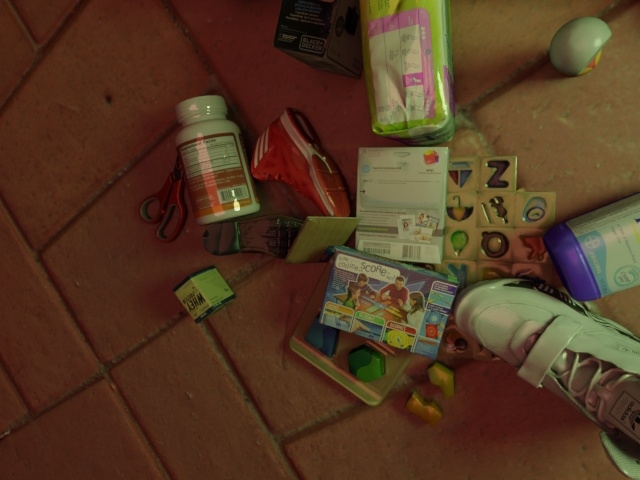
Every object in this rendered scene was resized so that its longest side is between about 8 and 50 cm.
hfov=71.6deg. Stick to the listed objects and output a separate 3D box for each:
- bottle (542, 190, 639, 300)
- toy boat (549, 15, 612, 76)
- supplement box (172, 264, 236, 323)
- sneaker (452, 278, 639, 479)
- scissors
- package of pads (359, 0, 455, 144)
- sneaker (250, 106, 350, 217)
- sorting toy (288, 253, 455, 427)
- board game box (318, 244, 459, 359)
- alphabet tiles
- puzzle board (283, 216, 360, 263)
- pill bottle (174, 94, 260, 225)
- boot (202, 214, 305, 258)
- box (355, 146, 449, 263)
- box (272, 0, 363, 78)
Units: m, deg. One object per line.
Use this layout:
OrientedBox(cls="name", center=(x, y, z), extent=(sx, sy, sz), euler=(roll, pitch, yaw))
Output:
OrientedBox(cls="bottle", center=(0.465, -0.015, 0.600), extent=(0.283, 0.092, 0.118), euler=(-24, 101, 20))
OrientedBox(cls="toy boat", center=(0.326, -0.368, 0.556), extent=(0.268, 0.148, 0.317), euler=(-1, 101, 28))
OrientedBox(cls="supplement box", center=(-0.230, 0.106, 0.883), extent=(0.056, 0.083, 0.083), euler=(-38, 86, 23))
OrientedBox(cls="sneaker", center=(0.360, 0.175, 0.601), extent=(0.366, 0.210, 0.137), euler=(25, 107, 10))
OrientedBox(cls="scissors", center=(-0.281, -0.130, 0.900), extent=(0.109, 0.021, 0.297), euler=(39, 109, 13))
OrientedBox(cls="package of pads", center=(0.125, -0.286, 0.609), extent=(0.101, 0.229, 0.296), euler=(-3, 97, 21))
OrientedBox(cls="sneaker", center=(-0.041, -0.111, 0.790), extent=(0.128, 0.087, 0.221), euler=(-32, 75, 30))
OrientedBox(cls="sorting toy", center=(0.103, 0.189, 0.788), extent=(0.307, 0.041, 0.228), euler=(32, 113, 14))
OrientedBox(cls="board game box", center=(0.108, 0.099, 0.730), extent=(0.202, 0.035, 0.136), euler=(16, 103, 12))
OrientedBox(cls="alphabet tiles", center=(0.229, 0.033, 0.742), extent=(0.286, 0.011, 0.341), euler=(1, 99, 20))
OrientedBox(cls="puzzle board", center=(0.000, 0.000, 0.758), extent=(0.128, 0.097, 0.011), euler=(-59, 40, 47))
OrientedBox(cls="pill bottle", center=(-0.192, -0.143, 0.807), extent=(0.121, 0.121, 0.215), euler=(-13, 94, 22))
OrientedBox(cls="boot", center=(-0.103, -0.011, 0.831), extent=(0.220, 0.106, 0.082), euler=(2, 96, -9))
OrientedBox(cls="box", center=(0.133, -0.060, 0.735), extent=(0.145, 0.038, 0.186), euler=(4, 101, 19))
OrientedBox(cls="box", center=(0.035, -0.408, 0.656), extent=(0.087, 0.169, 0.289), euler=(21, 107, 18))
